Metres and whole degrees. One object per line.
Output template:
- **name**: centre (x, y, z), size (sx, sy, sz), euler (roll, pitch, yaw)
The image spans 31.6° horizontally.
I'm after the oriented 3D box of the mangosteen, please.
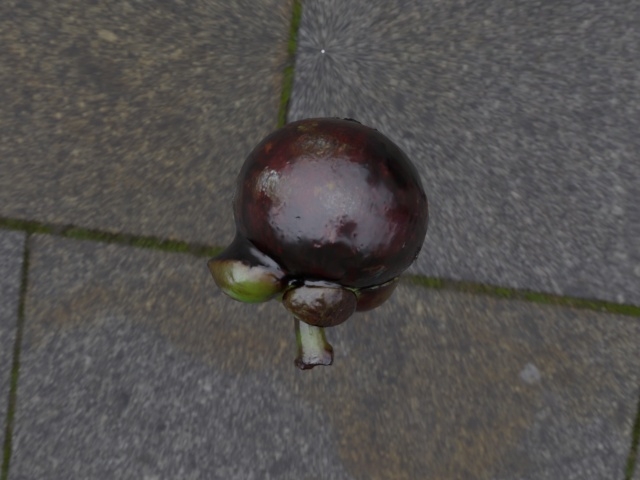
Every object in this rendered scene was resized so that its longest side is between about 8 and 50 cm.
- **mangosteen**: centre (-0.001, -0.011, 0.915), size (0.172, 0.172, 0.184), euler (44, 74, -7)
